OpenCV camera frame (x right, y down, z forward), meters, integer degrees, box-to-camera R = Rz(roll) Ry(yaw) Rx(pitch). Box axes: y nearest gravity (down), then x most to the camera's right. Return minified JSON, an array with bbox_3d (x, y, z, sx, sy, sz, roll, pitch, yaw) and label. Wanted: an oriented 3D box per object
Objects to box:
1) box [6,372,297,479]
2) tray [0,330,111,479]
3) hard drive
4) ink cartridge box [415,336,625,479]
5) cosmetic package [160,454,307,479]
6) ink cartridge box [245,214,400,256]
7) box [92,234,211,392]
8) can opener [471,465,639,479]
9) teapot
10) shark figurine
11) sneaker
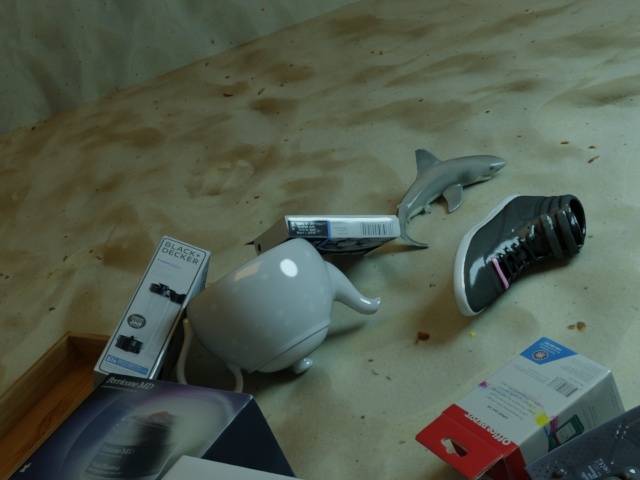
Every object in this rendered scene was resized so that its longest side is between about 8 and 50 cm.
[{"bbox_3d":[-0.246,0.346,1.479,0.296,0.182,0.294,2,36,39],"label":"box"},{"bbox_3d":[-0.476,0.315,1.823,0.203,0.076,0.411,2,37,40],"label":"tray"},{"bbox_3d":[0.381,0.265,1.261,0.255,0.054,0.172,-26,28,-1],"label":"hard drive"},{"bbox_3d":[0.252,0.233,1.392,0.231,0.078,0.134,-34,29,-17],"label":"ink cartridge box"},{"bbox_3d":[-0.073,0.379,1.237,0.224,0.224,0.138,2,38,39],"label":"cosmetic package"},{"bbox_3d":[0.000,0.000,1.889,0.206,0.045,0.208,-1,-12,-23],"label":"ink cartridge box"},{"bbox_3d":[-0.272,0.154,1.777,0.087,0.169,0.290,18,48,2],"label":"box"},{"bbox_3d":[0.223,0.291,1.206,0.076,0.095,0.283,-11,-18,-46],"label":"can opener"},{"bbox_3d":[-0.079,0.129,1.732,0.256,0.187,0.252,-33,-5,34],"label":"teapot"},{"bbox_3d":[0.186,-0.102,1.986,0.278,0.116,0.166,-38,30,-28],"label":"shark figurine"},{"bbox_3d":[0.315,0.011,1.694,0.147,0.104,0.296,-7,28,39],"label":"sneaker"}]
